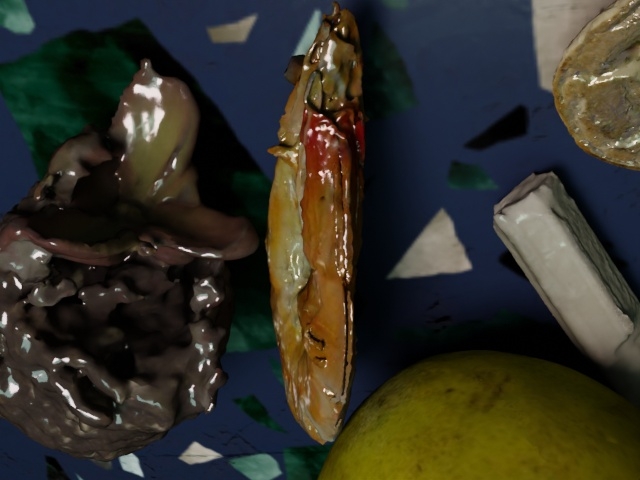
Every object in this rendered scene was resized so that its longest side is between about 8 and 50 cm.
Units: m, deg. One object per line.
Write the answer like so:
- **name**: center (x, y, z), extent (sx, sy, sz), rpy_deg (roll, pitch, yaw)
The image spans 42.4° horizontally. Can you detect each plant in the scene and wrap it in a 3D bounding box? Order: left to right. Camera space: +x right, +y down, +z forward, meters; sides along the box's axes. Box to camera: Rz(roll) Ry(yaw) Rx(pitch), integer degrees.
- **plant**: center (-0.141, 0.039, 0.565), extent (0.178, 0.204, 0.234), rpy_deg (29, 135, -8)

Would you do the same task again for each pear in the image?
- **pear**: center (0.116, 0.195, 0.530), extent (0.252, 0.307, 0.253), rpy_deg (-1, 98, -6)

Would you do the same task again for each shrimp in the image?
- **shrimp**: center (0.001, 0.000, 0.519), extent (0.062, 0.154, 0.294), rpy_deg (-6, 120, -11)

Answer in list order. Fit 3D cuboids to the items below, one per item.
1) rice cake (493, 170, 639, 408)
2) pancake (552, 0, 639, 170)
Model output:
- **rice cake**: center (0.192, 0.061, 0.547), extent (0.052, 0.057, 0.256), rpy_deg (-26, 113, 33)
- **pancake**: center (0.203, -0.091, 0.433), extent (0.158, 0.028, 0.158), rpy_deg (3, 143, 3)
